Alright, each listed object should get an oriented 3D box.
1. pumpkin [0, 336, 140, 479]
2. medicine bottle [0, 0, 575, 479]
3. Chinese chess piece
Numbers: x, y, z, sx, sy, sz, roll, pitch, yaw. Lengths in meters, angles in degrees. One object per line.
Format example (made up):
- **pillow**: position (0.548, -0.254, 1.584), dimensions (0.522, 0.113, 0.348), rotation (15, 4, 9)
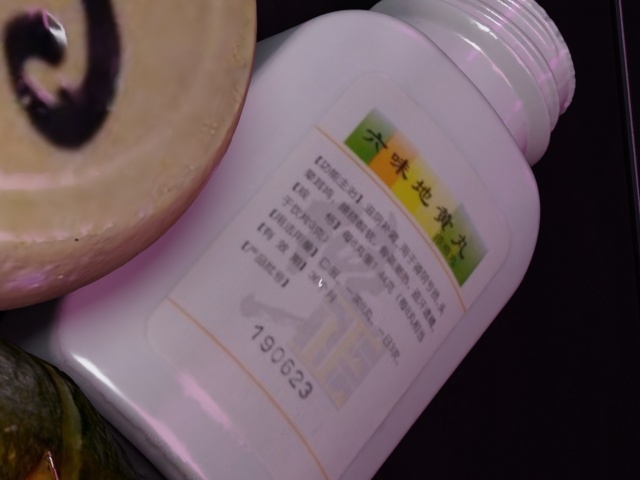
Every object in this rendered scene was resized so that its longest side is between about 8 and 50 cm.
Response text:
- **pumpkin**: position (-0.178, 0.138, 0.752), dimensions (0.238, 0.159, 0.238), rotation (-21, 125, -33)
- **medicine bottle**: position (0.000, 0.000, 0.932), dimensions (0.179, 0.124, 0.324), rotation (49, 61, -16)
- **Chinese chess piece**: position (-0.151, -0.097, 0.771), dimensions (0.257, 0.104, 0.257), rotation (9, 72, -28)
